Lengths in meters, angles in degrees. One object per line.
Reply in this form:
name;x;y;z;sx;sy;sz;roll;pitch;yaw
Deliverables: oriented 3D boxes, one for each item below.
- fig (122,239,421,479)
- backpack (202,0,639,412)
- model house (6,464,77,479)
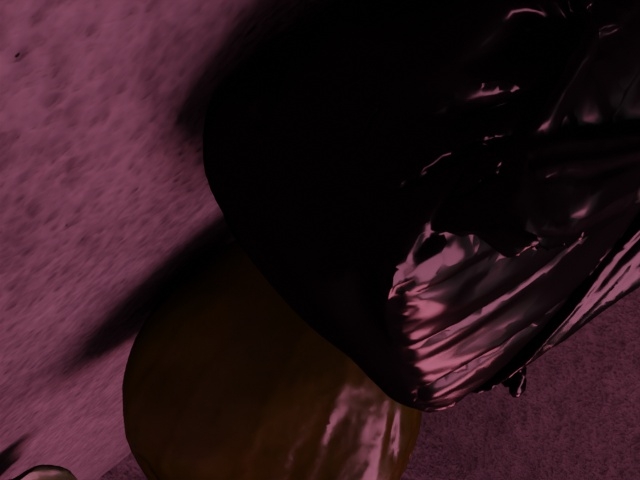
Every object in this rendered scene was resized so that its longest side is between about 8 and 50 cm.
fig;-0.041;0.139;0.872;0.343;0.343;0.343;-41;175;-5
backpack;0.164;-0.085;0.556;0.445;0.255;0.363;-43;152;-6
model house;-0.413;0.376;0.991;0.214;0.195;0.189;-20;-173;-37
